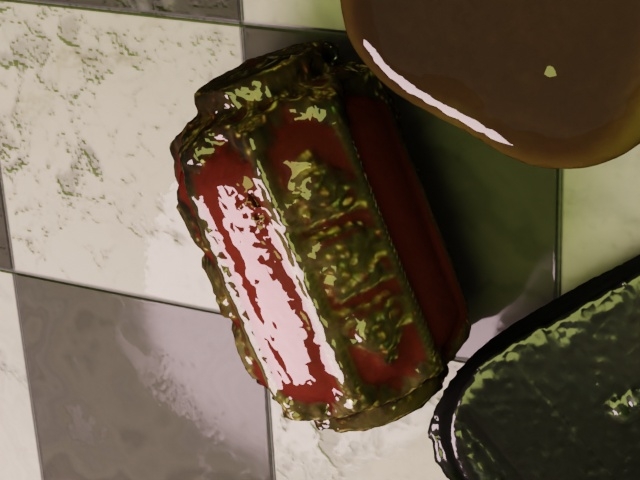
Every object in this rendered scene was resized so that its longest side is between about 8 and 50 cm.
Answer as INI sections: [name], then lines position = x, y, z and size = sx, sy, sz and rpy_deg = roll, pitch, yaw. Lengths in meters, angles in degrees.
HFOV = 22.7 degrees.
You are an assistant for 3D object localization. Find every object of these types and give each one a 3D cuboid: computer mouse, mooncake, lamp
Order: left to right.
[lamp]
position = 0.000, 0.000, 1.133
size = 0.177, 0.177, 0.274
rpy_deg = -10, 109, 33
[mooncake]
position = 0.137, -0.172, 1.002
size = 0.234, 0.117, 0.235
rpy_deg = 11, 117, 23
[computer mouse]
position = 0.215, 0.102, 1.117
size = 0.295, 0.087, 0.168
rpy_deg = -35, 100, 23
